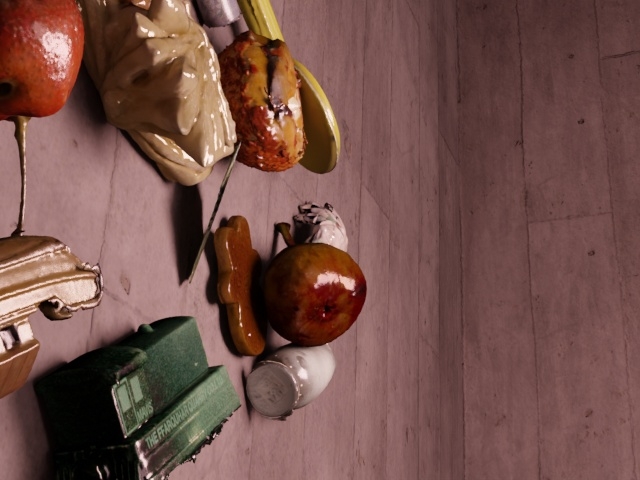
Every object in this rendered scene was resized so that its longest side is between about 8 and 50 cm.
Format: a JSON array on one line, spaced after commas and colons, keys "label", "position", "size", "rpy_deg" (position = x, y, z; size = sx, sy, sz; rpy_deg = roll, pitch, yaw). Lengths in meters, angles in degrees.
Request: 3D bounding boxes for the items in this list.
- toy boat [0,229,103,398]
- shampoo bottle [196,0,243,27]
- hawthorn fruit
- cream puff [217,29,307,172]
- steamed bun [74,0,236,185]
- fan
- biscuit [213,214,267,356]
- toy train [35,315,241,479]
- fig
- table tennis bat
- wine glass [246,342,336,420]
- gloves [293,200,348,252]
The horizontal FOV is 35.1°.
[{"label": "toy boat", "position": [-0.377, 0.100, 0.927], "size": [0.445, 0.136, 0.162], "rpy_deg": [-24, 102, -64]}, {"label": "shampoo bottle", "position": [-0.195, -0.459, 1.667], "size": [0.072, 0.072, 0.214], "rpy_deg": [-72, 149, -50]}, {"label": "hawthorn fruit", "position": [-0.329, -0.150, 1.118], "size": [0.165, 0.165, 0.285], "rpy_deg": [-52, 141, -63]}, {"label": "cream puff", "position": [-0.109, -0.229, 1.692], "size": [0.240, 0.164, 0.240], "rpy_deg": [1, 90, -83]}, {"label": "steamed bun", "position": [-0.216, -0.236, 1.391], "size": [0.247, 0.189, 0.428], "rpy_deg": [-61, 141, -46]}, {"label": "fan", "position": [-0.165, -0.041, 1.573], "size": [0.131, 0.009, 0.240], "rpy_deg": [144, -35, -80]}, {"label": "biscuit", "position": [-0.134, 0.081, 1.695], "size": [0.180, 0.039, 0.236], "rpy_deg": [-49, 129, -70]}, {"label": "toy train", "position": [-0.222, 0.203, 1.285], "size": [0.330, 0.138, 0.178], "rpy_deg": [-37, 113, -68]}, {"label": "fig", "position": [-0.013, 0.044, 1.786], "size": [0.191, 0.190, 0.290], "rpy_deg": [63, 21, -43]}, {"label": "table tennis bat", "position": [-0.063, -0.290, 1.844], "size": [0.054, 0.224, 0.369], "rpy_deg": [-29, 105, -24]}, {"label": "wine glass", "position": [-0.046, 0.236, 1.774], "size": [0.204, 0.111, 0.111], "rpy_deg": [-22, 104, -66]}, {"label": "gloves", "position": [0.007, -0.002, 2.016], "size": [0.127, 0.111, 0.212], "rpy_deg": [61, 37, -36]}]
